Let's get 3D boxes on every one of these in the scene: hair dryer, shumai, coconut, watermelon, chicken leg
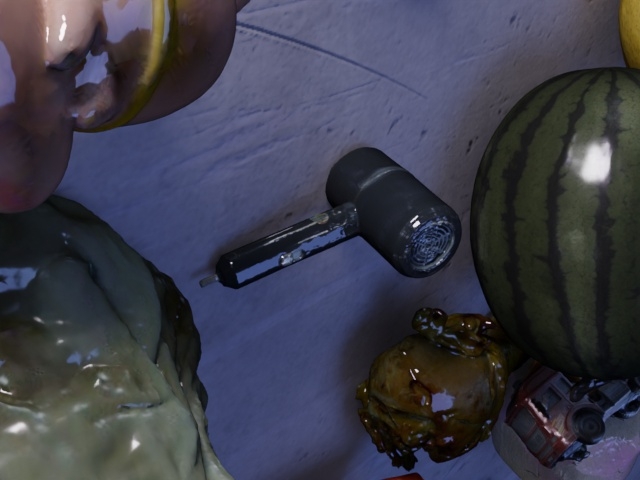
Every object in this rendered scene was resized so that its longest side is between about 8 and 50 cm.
[{"bbox_3d":[0.000,0.000,0.727,0.219,0.124,0.071,-21,131,-19],"label":"hair dryer"},{"bbox_3d":[-0.144,0.154,0.523,0.309,0.263,0.304,-13,128,-45],"label":"shumai"},{"bbox_3d":[0.378,0.264,1.287,0.227,0.227,0.230,-37,146,-27],"label":"coconut"},{"bbox_3d":[0.303,-0.004,0.918,0.279,0.279,0.359,-20,108,-42],"label":"watermelon"},{"bbox_3d":[0.164,0.185,1.032,0.211,0.140,0.361,-51,153,11],"label":"chicken leg"}]

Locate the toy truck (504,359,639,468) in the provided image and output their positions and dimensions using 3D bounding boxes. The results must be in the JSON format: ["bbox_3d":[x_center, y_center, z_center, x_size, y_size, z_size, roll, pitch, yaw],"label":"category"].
[{"bbox_3d":[0.372,0.181,1.143,0.270,0.135,0.114,-33,154,-21],"label":"toy truck"}]

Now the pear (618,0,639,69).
[{"bbox_3d":[0.486,-0.260,0.943,0.314,0.314,0.314,-31,137,-33],"label":"pear"}]

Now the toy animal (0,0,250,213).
[{"bbox_3d":[-0.136,-0.112,0.427,0.248,0.149,0.165,-24,125,-25],"label":"toy animal"}]

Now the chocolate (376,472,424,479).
[{"bbox_3d":[0.035,0.403,0.950,0.237,0.108,0.234,-4,97,-26],"label":"chocolate"}]
